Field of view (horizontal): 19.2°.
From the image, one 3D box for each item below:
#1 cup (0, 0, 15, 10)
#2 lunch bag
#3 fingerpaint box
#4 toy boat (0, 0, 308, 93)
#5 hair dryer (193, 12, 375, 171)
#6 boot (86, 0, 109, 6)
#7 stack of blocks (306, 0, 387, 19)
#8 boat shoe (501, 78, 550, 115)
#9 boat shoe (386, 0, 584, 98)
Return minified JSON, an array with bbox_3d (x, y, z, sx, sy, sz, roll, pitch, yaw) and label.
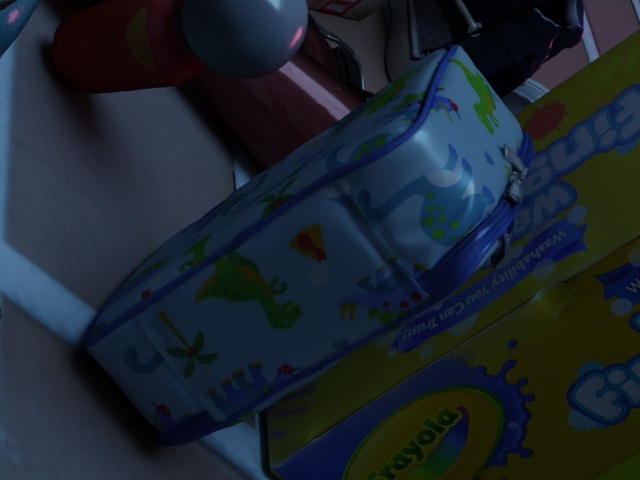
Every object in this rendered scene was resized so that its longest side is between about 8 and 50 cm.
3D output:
[{"bbox_3d":[-0.269,-0.144,0.561,0.331,0.237,0.331,44,25,-28],"label":"cup"},{"bbox_3d":[0.000,0.000,0.937,0.090,0.219,0.176,52,22,-11],"label":"lunch bag"},{"bbox_3d":[0.250,0.062,1.068,0.371,0.444,0.163,42,25,-30],"label":"fingerpaint box"},{"bbox_3d":[-0.137,-0.174,0.938,0.318,0.148,0.268,43,47,-48],"label":"toy boat"},{"bbox_3d":[-0.009,-0.087,1.274,0.223,0.080,0.293,50,11,29],"label":"hair dryer"},{"bbox_3d":[-0.136,-0.246,1.161,0.207,0.094,0.246,46,31,-14],"label":"boot"},{"bbox_3d":[0.015,-0.257,1.391,0.087,0.171,0.297,61,23,12],"label":"stack of blocks"},{"bbox_3d":[0.195,-0.036,1.570,0.228,0.079,0.081,65,21,7],"label":"boat shoe"},{"bbox_3d":[0.143,-0.228,1.627,0.127,0.158,0.341,43,26,-30],"label":"boat shoe"}]
